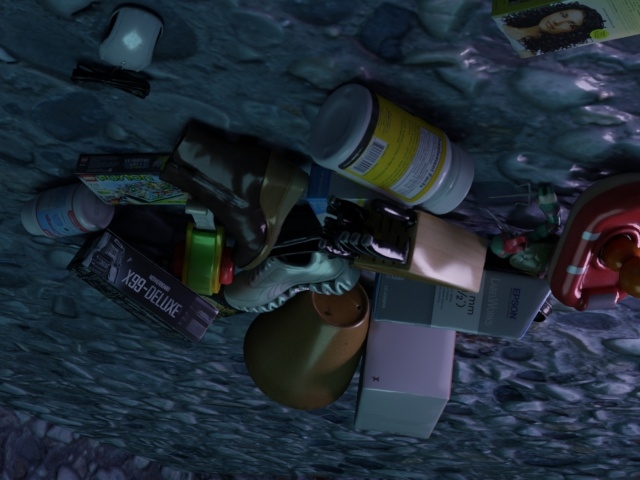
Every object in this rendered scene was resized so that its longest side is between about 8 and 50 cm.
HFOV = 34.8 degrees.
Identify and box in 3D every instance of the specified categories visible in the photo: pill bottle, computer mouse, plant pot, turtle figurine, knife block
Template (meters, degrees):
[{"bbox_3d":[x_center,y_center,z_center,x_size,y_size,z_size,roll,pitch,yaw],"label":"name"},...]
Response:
[{"bbox_3d":[0.099,-0.117,1.373,0.208,0.119,0.119,24,153,-31],"label":"pill bottle"},{"bbox_3d":[-0.440,-0.051,1.765,0.160,0.087,0.087,-9,151,35],"label":"pill bottle"},{"bbox_3d":[-0.257,-0.238,1.320,0.106,0.042,0.193,17,156,-16],"label":"computer mouse"},{"bbox_3d":[-0.003,0.172,1.988,0.237,0.237,0.254,15,145,-13],"label":"plant pot"},{"bbox_3d":[0.341,0.000,1.573,0.234,0.118,0.175,10,158,-16],"label":"turtle figurine"},{"bbox_3d":[0.129,0.005,1.436,0.276,0.088,0.242,13,176,-8],"label":"knife block"}]

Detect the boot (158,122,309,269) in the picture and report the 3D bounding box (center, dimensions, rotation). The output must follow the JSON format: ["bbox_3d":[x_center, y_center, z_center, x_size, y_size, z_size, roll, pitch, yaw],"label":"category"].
[{"bbox_3d":[-0.152,-0.067,1.587,0.207,0.090,0.248,21,135,-14],"label":"boot"}]

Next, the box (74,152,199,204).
[{"bbox_3d":[-0.280,-0.099,1.659,0.207,0.036,0.114,0,155,20],"label":"box"}]

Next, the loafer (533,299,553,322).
[{"bbox_3d":[0.324,0.125,1.899,0.220,0.078,0.080,13,157,-9],"label":"loafer"}]

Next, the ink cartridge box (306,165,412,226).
[{"bbox_3d":[0.081,-0.066,1.569,0.181,0.061,0.104,1,156,17],"label":"ink cartridge box"}]

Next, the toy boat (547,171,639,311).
[{"bbox_3d":[0.429,0.022,1.444,0.151,0.151,0.231,-5,128,-22],"label":"toy boat"}]

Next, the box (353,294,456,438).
[{"bbox_3d":[0.170,0.257,2.095,0.168,0.215,0.345,8,157,2],"label":"box"}]

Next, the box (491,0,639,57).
[{"bbox_3d":[0.301,-0.254,1.056,0.232,0.058,0.087,-8,152,34],"label":"box"}]

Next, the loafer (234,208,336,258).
[{"bbox_3d":[0.000,0.000,1.709,0.303,0.095,0.109,2,156,17],"label":"loafer"}]

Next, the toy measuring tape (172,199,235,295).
[{"bbox_3d":[-0.207,0.026,1.778,0.121,0.121,0.330,9,166,0],"label":"toy measuring tape"}]

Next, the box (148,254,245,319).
[{"bbox_3d":[-0.288,0.105,2.125,0.233,0.044,0.159,27,151,-36],"label":"box"}]

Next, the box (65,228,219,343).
[{"bbox_3d":[-0.334,0.088,1.869,0.242,0.076,0.307,37,166,-13],"label":"box"}]

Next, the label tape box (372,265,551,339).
[{"bbox_3d":[0.264,0.097,1.713,0.348,0.115,0.249,10,-179,2],"label":"label tape box"}]

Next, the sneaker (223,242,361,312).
[{"bbox_3d":[-0.070,0.051,1.863,0.292,0.110,0.118,-17,139,32],"label":"sneaker"}]
